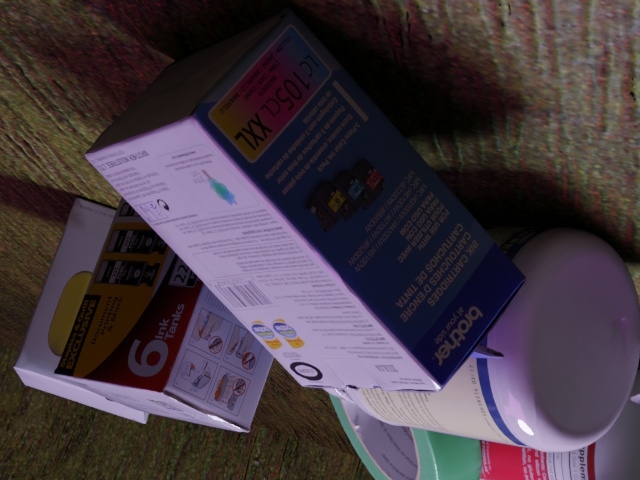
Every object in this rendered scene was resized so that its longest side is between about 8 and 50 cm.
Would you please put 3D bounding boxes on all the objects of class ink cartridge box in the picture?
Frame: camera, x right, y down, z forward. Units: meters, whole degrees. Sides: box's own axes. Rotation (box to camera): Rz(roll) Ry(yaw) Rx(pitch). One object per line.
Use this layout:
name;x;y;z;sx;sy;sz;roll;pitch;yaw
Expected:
ink cartridge box;-0.156;0.031;1.622;0.272;0.309;0.130;2;158;48
ink cartridge box;0.000;0.000;1.377;0.395;0.151;0.270;49;157;-16

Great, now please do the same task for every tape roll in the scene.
tape roll;0.105;0.225;2.083;0.321;0.077;0.321;52;157;33

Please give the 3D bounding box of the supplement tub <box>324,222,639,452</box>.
supplement tub;0.158;0.097;1.628;0.325;0.235;0.235;4;159;45

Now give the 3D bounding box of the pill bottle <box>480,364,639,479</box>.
pill bottle;0.386;0.279;2.034;0.229;0.229;0.408;30;161;-38

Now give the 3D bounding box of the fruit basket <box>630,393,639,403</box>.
fruit basket;0.568;0.234;1.690;0.353;0.165;0.327;31;160;-6

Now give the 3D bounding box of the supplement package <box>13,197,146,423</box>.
supplement package;-0.308;0.108;2.193;0.199;0.262;0.198;19;166;-2
